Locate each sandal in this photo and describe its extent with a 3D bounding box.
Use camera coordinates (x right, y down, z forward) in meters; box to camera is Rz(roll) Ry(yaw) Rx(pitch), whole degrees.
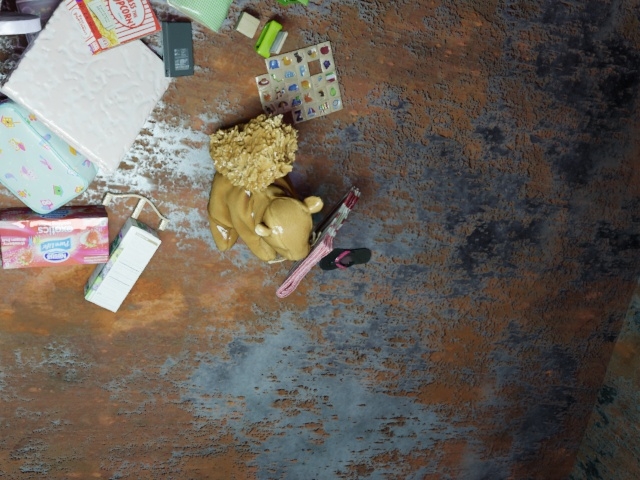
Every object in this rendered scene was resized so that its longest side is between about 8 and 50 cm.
[{"bbox_3d":[0.083,0.058,2.064,0.179,0.040,0.067,-8,111,-20],"label":"sandal"}]

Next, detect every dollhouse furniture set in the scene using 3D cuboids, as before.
[{"bbox_3d":[-0.209,-0.616,1.648,0.301,0.151,0.198,24,97,-27],"label":"dollhouse furniture set"}]

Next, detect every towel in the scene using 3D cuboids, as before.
[{"bbox_3d":[0.000,0.000,1.820,0.037,0.329,0.237,38,127,-7],"label":"towel"},{"bbox_3d":[-0.542,-0.378,1.555,0.317,0.053,0.332,41,61,-34],"label":"towel"}]

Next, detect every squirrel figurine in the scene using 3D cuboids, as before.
[{"bbox_3d":[-0.152,-0.124,1.716,0.280,0.370,0.397,-20,114,-15],"label":"squirrel figurine"}]

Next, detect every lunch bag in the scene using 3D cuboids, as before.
[{"bbox_3d":[-0.698,-0.209,1.570,0.224,0.108,0.279,-25,119,28],"label":"lunch bag"}]

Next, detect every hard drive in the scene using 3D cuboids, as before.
[{"bbox_3d":[-0.364,-0.490,1.672,0.094,0.022,0.135,-27,123,-54],"label":"hard drive"}]

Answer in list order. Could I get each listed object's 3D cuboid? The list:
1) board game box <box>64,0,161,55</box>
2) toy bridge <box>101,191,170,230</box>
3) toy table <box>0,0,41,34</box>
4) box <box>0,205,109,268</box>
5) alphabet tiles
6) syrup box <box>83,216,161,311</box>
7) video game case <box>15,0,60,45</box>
[{"bbox_3d":[-0.491,-0.539,1.548,0.193,0.045,0.147,-41,113,-42],"label":"board game box"},{"bbox_3d":[-0.495,-0.091,1.781,0.188,0.026,0.063,26,95,-28],"label":"toy bridge"},{"bbox_3d":[-0.753,-0.541,1.410,0.274,0.252,0.161,-1,116,-3],"label":"toy table"},{"bbox_3d":[-0.679,-0.012,1.676,0.256,0.122,0.128,-3,110,-22],"label":"box"},{"bbox_3d":[-0.061,-0.437,1.853,0.237,0.009,0.198,-20,115,-15],"label":"alphabet tiles"},{"bbox_3d":[-0.540,0.064,1.777,0.096,0.093,0.237,31,94,-28],"label":"syrup box"},{"bbox_3d":[-0.616,-0.509,1.589,0.190,0.022,0.173,-16,113,-17],"label":"video game case"}]
